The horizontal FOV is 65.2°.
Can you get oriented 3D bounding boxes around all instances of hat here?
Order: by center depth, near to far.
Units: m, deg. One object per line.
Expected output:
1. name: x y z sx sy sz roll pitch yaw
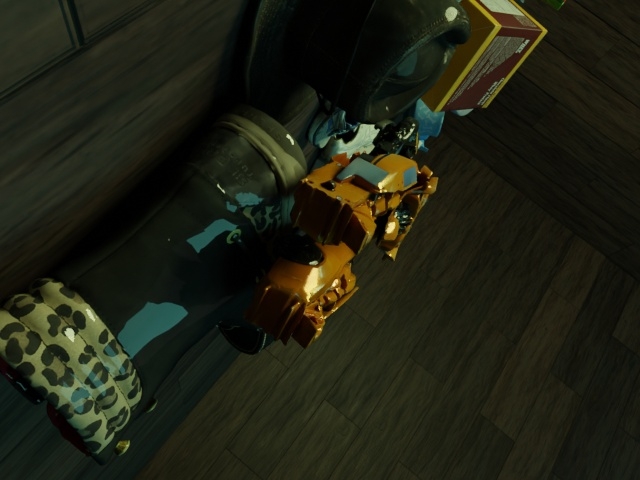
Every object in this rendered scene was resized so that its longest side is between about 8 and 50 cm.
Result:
1. hat: 0.070 -0.210 0.495 0.331 0.134 0.331 -51 174 -7

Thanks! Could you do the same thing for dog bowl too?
1. dog bowl: 0.273 -0.344 1.349 0.297 0.074 0.166 74 22 -84

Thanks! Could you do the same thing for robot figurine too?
1. robot figurine: 0.040 -0.016 0.515 0.291 0.085 0.211 -34 153 -58

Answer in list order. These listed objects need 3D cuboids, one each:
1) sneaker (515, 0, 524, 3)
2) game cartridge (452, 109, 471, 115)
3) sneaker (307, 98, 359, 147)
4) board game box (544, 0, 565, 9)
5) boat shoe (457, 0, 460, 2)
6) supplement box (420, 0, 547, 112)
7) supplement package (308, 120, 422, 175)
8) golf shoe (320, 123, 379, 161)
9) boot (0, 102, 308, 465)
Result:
1. sneaker: 0.396 -0.566 0.910 0.111 0.121 0.300 -50 175 -15
2. game cartridge: 0.437 -0.501 1.416 0.297 0.198 0.062 -52 141 9
3. sneaker: 0.024 -0.177 0.744 0.052 0.058 0.135 -48 175 -34
4. board game box: 0.252 -0.379 0.612 0.092 0.181 0.043 -53 175 23
5. boat shoe: 0.140 -0.321 0.690 0.076 0.080 0.228 -21 179 -12
6. supplement box: 0.291 -0.370 0.979 0.194 0.129 0.191 -16 153 -39
7. supplement package: 0.087 -0.146 1.059 0.244 0.139 0.134 -46 172 -39
8. golf shoe: 0.073 -0.210 0.929 0.176 0.069 0.086 -50 169 -24
9. boot: -0.143 0.080 0.508 0.284 0.138 0.377 -47 164 -34
